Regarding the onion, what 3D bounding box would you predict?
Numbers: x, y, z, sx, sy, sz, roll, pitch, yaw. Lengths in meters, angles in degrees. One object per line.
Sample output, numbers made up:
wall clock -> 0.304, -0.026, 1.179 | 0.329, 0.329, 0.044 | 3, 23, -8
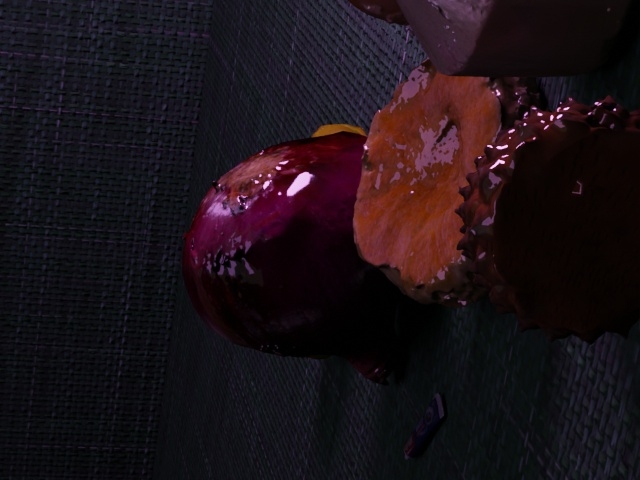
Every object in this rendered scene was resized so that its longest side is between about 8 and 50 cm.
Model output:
onion -> 0.009, 0.046, 2.214 | 0.385, 0.348, 0.348 | 57, -179, -25

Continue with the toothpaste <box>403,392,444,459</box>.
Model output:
toothpaste -> 0.135, 0.249, 2.136 | 0.140, 0.021, 0.037 | 115, 153, -48

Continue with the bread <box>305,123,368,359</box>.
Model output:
bread -> 0.000, 0.000, 2.533 | 0.166, 0.112, 0.383 | -116, 32, -62

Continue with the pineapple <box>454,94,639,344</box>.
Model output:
pineapple -> 0.232, -0.034, 1.524 | 0.357, 0.223, 0.223 | -69, -14, -81

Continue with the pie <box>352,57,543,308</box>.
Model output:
pie -> 0.148, -0.078, 1.919 | 0.339, 0.083, 0.339 | -25, 59, 53

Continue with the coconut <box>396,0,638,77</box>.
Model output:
coconut -> 0.180, -0.278, 1.646 | 0.239, 0.244, 0.239 | -176, 90, -77

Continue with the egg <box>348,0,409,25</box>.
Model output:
egg -> 0.101, -0.388, 2.068 | 0.203, 0.203, 0.245 | 114, 162, -53
